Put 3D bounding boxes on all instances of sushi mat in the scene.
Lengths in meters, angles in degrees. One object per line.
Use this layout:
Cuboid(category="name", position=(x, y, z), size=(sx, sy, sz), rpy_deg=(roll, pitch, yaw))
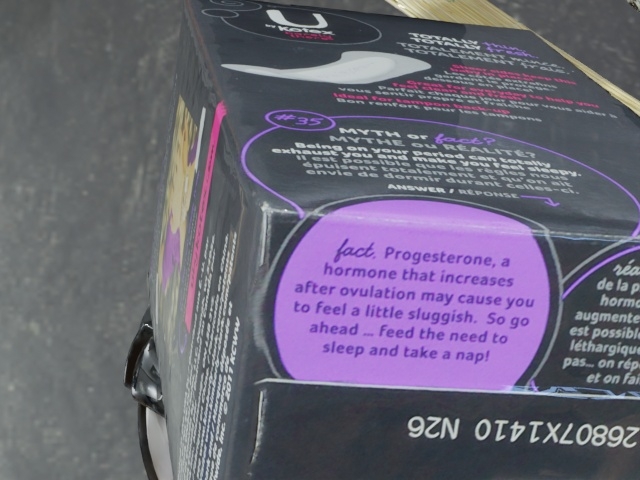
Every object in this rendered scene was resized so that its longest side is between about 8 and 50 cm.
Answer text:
Cuboid(category="sushi mat", position=(0.215, -0.193, 1.471), size=(0.316, 0.151, 0.019), rpy_deg=(42, 124, 34))

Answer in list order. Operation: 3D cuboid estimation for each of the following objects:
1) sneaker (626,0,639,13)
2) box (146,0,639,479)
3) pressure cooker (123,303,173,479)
Cuboid(category="sneaker", position=(0.330, -0.163, 1.168), size=(0.410, 0.182, 0.158), rpy_deg=(-92, 27, -49))
Cuboid(category="box", position=(0.030, 0.013, 0.502), size=(0.270, 0.165, 0.143), rpy_deg=(-112, 29, -66))
Cuboid(category="pressure cooker", position=(0.017, 0.185, 1.479), size=(0.370, 0.420, 0.375), rpy_deg=(-23, 79, 26))
